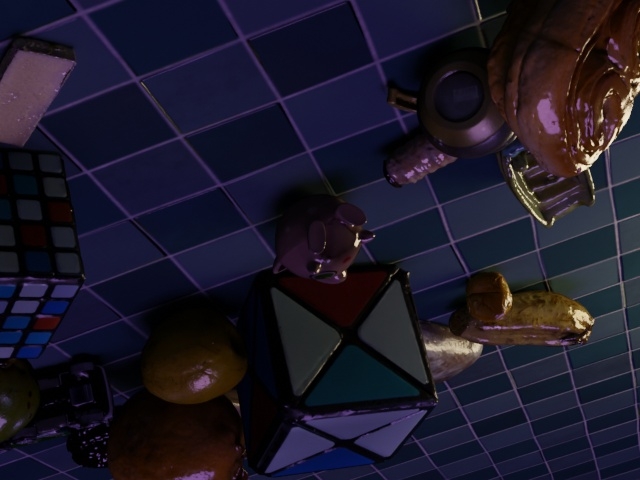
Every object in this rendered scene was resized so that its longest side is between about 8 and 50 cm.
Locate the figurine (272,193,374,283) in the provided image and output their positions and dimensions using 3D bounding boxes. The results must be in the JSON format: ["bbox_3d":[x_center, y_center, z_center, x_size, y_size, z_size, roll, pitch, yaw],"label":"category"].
[{"bbox_3d":[0.000,0.000,1.487,0.125,0.125,0.138,-4,162,-19],"label":"figurine"}]

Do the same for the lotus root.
[{"bbox_3d":[0.351,0.133,1.918,0.258,0.097,0.110,2,144,-15],"label":"lotus root"}]

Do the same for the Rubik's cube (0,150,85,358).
[{"bbox_3d":[-0.391,0.016,1.265,0.182,0.184,0.187,4,147,-30],"label":"Rubik's cube"}]

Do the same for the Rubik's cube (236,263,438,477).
[{"bbox_3d":[0.012,0.203,1.719,0.250,0.248,0.246,-3,150,-20],"label":"Rubik's cube"}]

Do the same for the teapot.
[{"bbox_3d":[0.164,-0.160,1.307,0.165,0.130,0.119,8,178,26],"label":"teapot"}]

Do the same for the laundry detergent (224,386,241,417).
[{"bbox_3d":[-0.218,0.334,1.979,0.171,0.076,0.237,17,128,-40],"label":"laundry detergent"}]

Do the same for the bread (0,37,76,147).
[{"bbox_3d":[-0.316,-0.154,1.164,0.068,0.028,0.153,8,143,-36],"label":"bread"}]

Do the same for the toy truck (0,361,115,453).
[{"bbox_3d":[-0.455,0.272,1.766,0.253,0.114,0.124,-13,164,-5],"label":"toy truck"}]

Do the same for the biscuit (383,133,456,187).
[{"bbox_3d":[0.177,-0.133,1.406,0.219,0.055,0.061,-29,153,25],"label":"biscuit"}]

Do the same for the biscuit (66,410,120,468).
[{"bbox_3d":[-0.363,0.362,2.012,0.194,0.053,0.194,-15,152,-8],"label":"biscuit"}]

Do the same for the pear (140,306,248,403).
[{"bbox_3d":[-0.195,0.175,1.678,0.162,0.149,0.149,-16,151,11],"label":"pear"}]

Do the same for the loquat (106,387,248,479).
[{"bbox_3d":[-0.233,0.332,1.784,0.238,0.238,0.193,-13,134,-4],"label":"loquat"}]

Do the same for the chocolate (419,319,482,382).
[{"bbox_3d":[0.173,0.218,1.991,0.254,0.080,0.157,11,142,-39],"label":"chocolate"}]

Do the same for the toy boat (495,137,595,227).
[{"bbox_3d":[0.296,-0.107,1.486,0.111,0.084,0.276,-25,154,14],"label":"toy boat"}]

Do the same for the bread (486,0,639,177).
[{"bbox_3d":[0.275,-0.195,1.195,0.120,0.236,0.198,18,157,41],"label":"bread"}]

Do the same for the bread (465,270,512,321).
[{"bbox_3d":[0.277,0.092,1.826,0.081,0.083,0.046,18,-178,31],"label":"bread"}]

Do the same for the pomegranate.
[{"bbox_3d":[-0.498,0.227,1.630,0.156,0.156,0.220,2,160,-28],"label":"pomegranate"}]
